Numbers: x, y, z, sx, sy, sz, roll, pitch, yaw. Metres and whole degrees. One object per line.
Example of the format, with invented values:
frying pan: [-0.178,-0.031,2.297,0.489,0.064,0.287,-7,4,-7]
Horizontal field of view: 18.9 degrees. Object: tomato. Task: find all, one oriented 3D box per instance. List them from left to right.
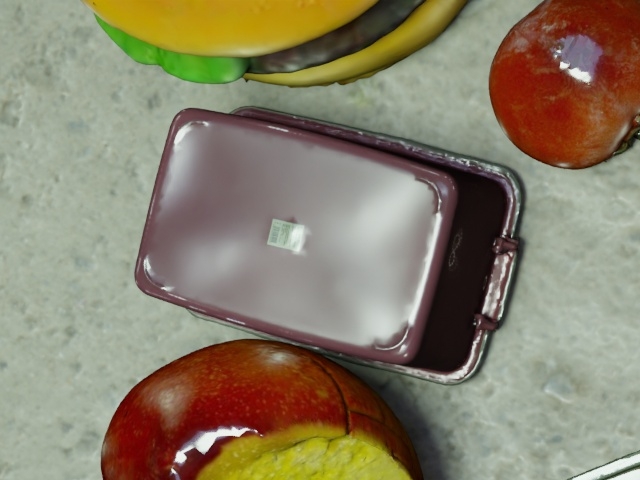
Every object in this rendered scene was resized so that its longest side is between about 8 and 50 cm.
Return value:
tomato: [0.205,-0.133,1.534,0.159,0.091,0.139,-43,74,13]

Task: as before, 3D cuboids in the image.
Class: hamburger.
hamburger: [-0.042,-0.303,1.528,0.395,0.277,0.396,-1,86,19]

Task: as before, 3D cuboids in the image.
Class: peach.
peach: [-0.060,0.193,1.502,0.245,0.275,0.248,19,65,34]

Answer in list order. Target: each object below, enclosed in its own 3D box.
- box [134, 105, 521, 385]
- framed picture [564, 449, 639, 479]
box: [0.000,0.000,1.554,0.294,0.167,0.193,14,93,18]
framed picture: [0.225,0.348,1.535,0.232,0.024,0.315,-24,81,15]
